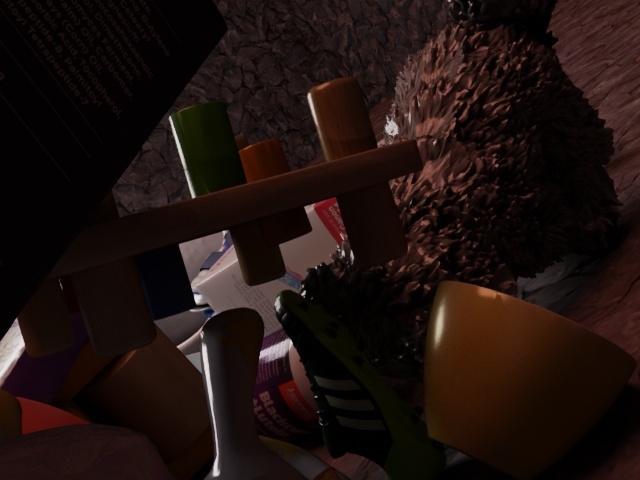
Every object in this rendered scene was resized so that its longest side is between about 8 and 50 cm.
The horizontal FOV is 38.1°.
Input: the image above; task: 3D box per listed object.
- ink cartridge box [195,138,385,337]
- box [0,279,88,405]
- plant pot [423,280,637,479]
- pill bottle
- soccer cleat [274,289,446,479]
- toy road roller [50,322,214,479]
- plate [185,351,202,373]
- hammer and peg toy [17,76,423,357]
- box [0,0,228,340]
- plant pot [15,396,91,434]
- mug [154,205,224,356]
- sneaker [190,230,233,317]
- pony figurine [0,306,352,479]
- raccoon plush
[{"bbox_3d":[0.000,0.000,1.332,0.306,0.131,0.226,-31,11,29],"label":"ink cartridge box"},{"bbox_3d":[-0.346,0.168,0.941,0.201,0.057,0.293,-27,26,28],"label":"box"},{"bbox_3d":[0.120,0.097,0.594,0.095,0.134,0.134,-66,15,-9],"label":"plant pot"},{"bbox_3d":[-0.010,0.132,0.907,0.193,0.108,0.108,-30,12,41],"label":"pill bottle"},{"bbox_3d":[0.017,0.115,0.687,0.072,0.179,0.060,-45,-10,16],"label":"soccer cleat"},{"bbox_3d":[-0.241,0.249,0.970,0.329,0.202,0.241,-46,23,-16],"label":"toy road roller"},{"bbox_3d":[-0.170,0.202,1.275,0.188,0.024,0.188,-12,19,4],"label":"plate"},{"bbox_3d":[-0.143,0.003,0.622,0.361,0.127,0.266,-18,2,-28],"label":"hammer and peg toy"},{"bbox_3d":[-0.263,-0.025,0.392,0.343,0.179,0.312,-17,33,33],"label":"box"},{"bbox_3d":[-0.262,0.291,0.682,0.275,0.275,0.243,-36,21,13],"label":"plant pot"},{"bbox_3d":[-0.297,0.102,1.787,0.328,0.276,0.374,-27,40,0],"label":"mug"},{"bbox_3d":[-0.159,0.023,1.653,0.236,0.130,0.323,-32,40,-5],"label":"sneaker"},{"bbox_3d":[-0.093,0.177,0.492,0.351,0.302,0.363,-16,22,-24],"label":"pony figurine"},{"bbox_3d":[0.078,-0.095,0.792,0.216,0.446,0.299,-11,12,42],"label":"raccoon plush"}]
